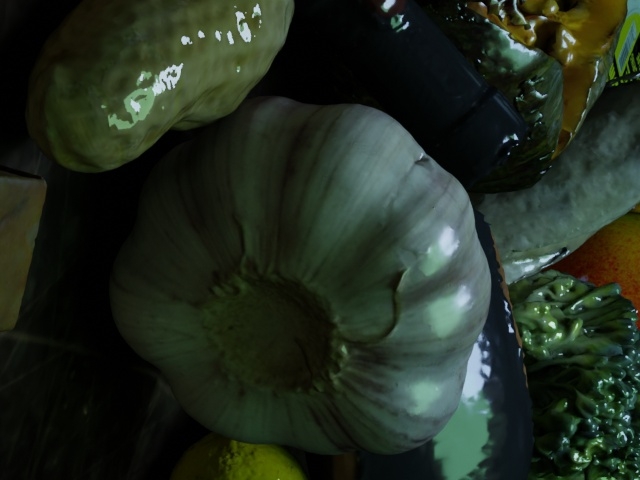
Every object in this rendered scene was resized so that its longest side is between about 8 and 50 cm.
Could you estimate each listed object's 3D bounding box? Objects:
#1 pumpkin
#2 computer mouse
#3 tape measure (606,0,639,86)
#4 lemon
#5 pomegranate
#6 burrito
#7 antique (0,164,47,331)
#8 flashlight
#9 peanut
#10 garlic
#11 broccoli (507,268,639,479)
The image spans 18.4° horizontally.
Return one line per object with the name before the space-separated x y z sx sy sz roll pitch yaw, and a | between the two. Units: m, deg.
pumpkin | 0.120 -0.195 1.453 0.320 0.192 0.320 -47 147 -45
computer mouse | 0.070 0.112 1.438 0.183 0.116 0.323 -21 108 -28
tape measure | 0.270 -0.140 1.922 0.215 0.098 0.351 -67 152 -20
lemon | -0.057 0.192 1.418 0.109 0.109 0.133 -50 143 -42
pomegranate | 0.311 0.054 2.012 0.221 0.221 0.256 30 69 -65
burrito | 0.159 -0.018 1.585 0.348 0.107 0.175 -38 -169 4
antique | -0.251 -0.006 0.892 0.310 0.093 0.087 4 101 -65
flashlight | 0.040 -0.134 1.283 0.093 0.232 0.093 -42 -177 3
peanut | -0.092 -0.109 1.166 0.226 0.095 0.108 -41 133 -49
garlic | 0.000 0.000 1.287 0.253 0.245 0.245 -62 157 -57
broccoli | 0.158 0.133 1.695 0.288 0.246 0.248 110 -20 -47
